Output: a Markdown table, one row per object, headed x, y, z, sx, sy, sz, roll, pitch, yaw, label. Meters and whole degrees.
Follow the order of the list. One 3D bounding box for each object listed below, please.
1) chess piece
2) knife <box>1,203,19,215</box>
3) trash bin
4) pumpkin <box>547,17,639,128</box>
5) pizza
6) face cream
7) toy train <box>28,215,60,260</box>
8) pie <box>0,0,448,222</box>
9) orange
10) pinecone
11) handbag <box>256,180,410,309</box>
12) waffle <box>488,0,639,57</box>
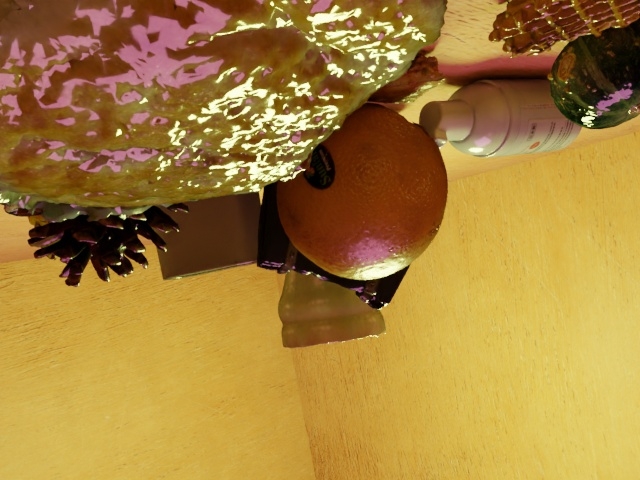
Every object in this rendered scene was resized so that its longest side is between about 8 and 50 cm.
| x | y | z | sx | sy | sz | roll | pitch | yaw | label |
| --- | --- | --- | --- | --- | --- | --- | --- | --- | --- |
| 0.000 | 0.000 | 1.381 | 0.234 | 0.442 | 0.234 | -8 | 176 | -1 | chess piece |
| -0.527 | -0.097 | 1.433 | 0.365 | 0.043 | 0.089 | -12 | 179 | -10 | knife |
| -0.234 | -0.059 | 1.277 | 0.243 | 0.247 | 0.121 | -11 | 176 | 12 | trash bin |
| 0.443 | -0.255 | 0.953 | 0.190 | 0.146 | 0.190 | -25 | 149 | -17 | pumpkin |
| 0.121 | -0.243 | 0.948 | 0.134 | 0.046 | 0.175 | -10 | 179 | 23 | pizza |
| 0.316 | -0.226 | 1.158 | 0.369 | 0.145 | 0.145 | -9 | 177 | -35 | face cream |
| -0.495 | -0.054 | 1.240 | 0.100 | 0.160 | 0.296 | -21 | -173 | -38 | toy train |
| -0.117 | -0.152 | 0.535 | 0.395 | 0.180 | 0.418 | -13 | 170 | -24 | pie |
| 0.067 | -0.076 | 0.984 | 0.274 | 0.274 | 0.274 | -11 | 178 | 0 | orange |
| -0.324 | -0.059 | 0.930 | 0.264 | 0.264 | 0.264 | -11 | 178 | 0 | pinecone |
| 0.038 | -0.038 | 1.175 | 0.342 | 0.288 | 0.152 | 21 | 153 | -8 | handbag |
| 0.329 | -0.290 | 0.771 | 0.228 | 0.051 | 0.231 | -10 | 177 | -17 | waffle |
